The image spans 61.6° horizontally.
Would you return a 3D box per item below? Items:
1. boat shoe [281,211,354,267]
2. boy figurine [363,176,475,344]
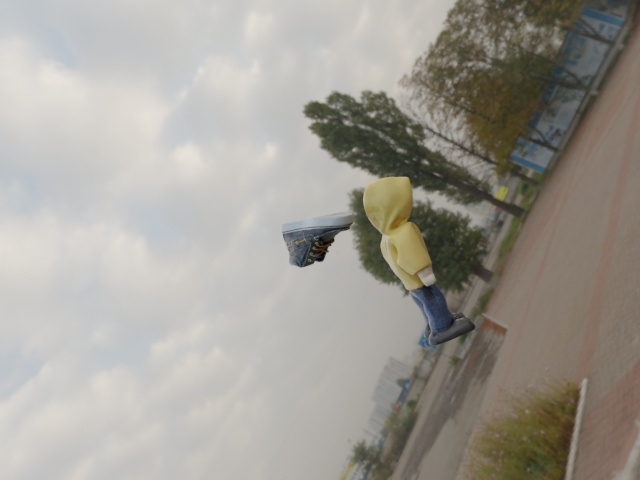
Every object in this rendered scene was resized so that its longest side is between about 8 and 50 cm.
[{"bbox_3d":[0.000,0.000,0.934,0.065,0.183,0.083,-13,-87,-35],"label":"boat shoe"},{"bbox_3d":[0.158,0.028,0.909,0.092,0.286,0.177,-23,-1,3],"label":"boy figurine"}]
